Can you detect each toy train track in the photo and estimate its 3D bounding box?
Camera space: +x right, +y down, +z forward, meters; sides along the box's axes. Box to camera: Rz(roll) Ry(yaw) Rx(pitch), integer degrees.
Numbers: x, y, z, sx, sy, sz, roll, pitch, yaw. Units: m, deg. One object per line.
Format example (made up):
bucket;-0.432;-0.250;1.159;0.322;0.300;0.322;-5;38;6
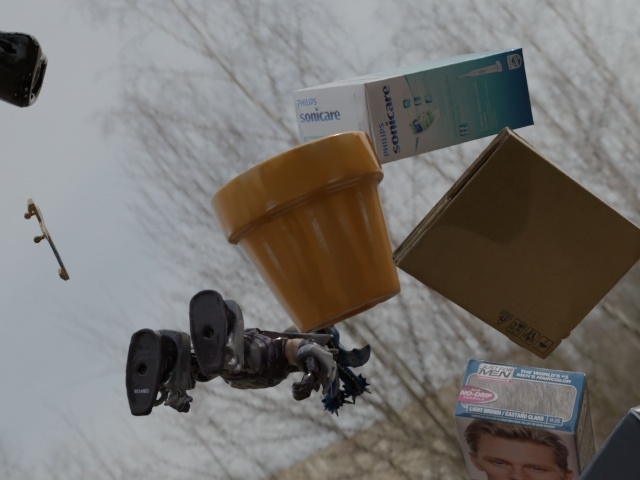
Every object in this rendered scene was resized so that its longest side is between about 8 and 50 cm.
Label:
toy train track;-0.237;0.001;1.062;0.014;0.048;0.083;-23;-56;-6

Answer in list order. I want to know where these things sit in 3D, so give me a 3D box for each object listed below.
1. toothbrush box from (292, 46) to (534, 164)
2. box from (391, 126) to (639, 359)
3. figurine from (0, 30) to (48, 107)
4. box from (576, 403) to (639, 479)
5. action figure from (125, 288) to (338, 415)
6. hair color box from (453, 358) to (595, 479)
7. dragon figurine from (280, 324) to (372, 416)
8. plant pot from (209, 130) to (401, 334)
toothbrush box;0.139;-0.202;1.886;0.295;0.126;0.216;-15;11;-30
box;0.193;0.008;1.166;0.164;0.201;0.021;-50;26;16
figurine;-0.400;-0.280;1.388;0.092;0.209;0.215;-105;32;-78
box;0.280;0.215;0.808;0.294;0.183;0.296;-16;-37;-38
action figure;-0.089;0.122;1.223;0.185;0.099;0.285;-16;-14;15
hair color box;0.311;0.323;1.825;0.347;0.174;0.105;71;-148;-46
dragon figurine;0.017;0.166;1.779;0.085;0.144;0.289;-42;-12;-18
plant pot;0.000;0.000;1.447;0.205;0.188;0.205;-24;-7;-3
